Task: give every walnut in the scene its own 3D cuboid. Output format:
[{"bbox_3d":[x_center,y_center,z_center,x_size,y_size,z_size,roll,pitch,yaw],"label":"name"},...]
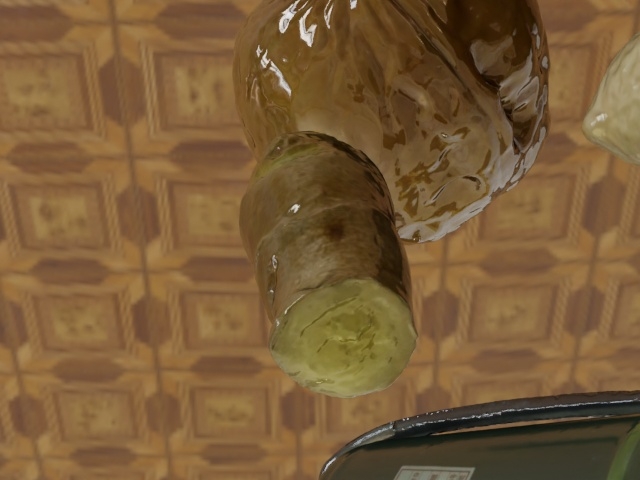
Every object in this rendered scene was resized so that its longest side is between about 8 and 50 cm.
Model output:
[{"bbox_3d":[0.086,-0.176,1.525,0.308,0.354,0.398,29,167,31],"label":"walnut"}]

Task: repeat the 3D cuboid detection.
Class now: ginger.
[{"bbox_3d":[0.000,0.000,0.919,0.109,0.263,0.116,16,114,-13],"label":"ginger"}]

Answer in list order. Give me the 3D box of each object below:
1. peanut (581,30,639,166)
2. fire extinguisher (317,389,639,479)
[{"bbox_3d":[0.290,-0.120,0.936,0.123,0.123,0.256,29,143,-26],"label":"peanut"},{"bbox_3d":[0.066,0.118,0.556,0.093,0.118,0.294,19,158,-33],"label":"fire extinguisher"}]
